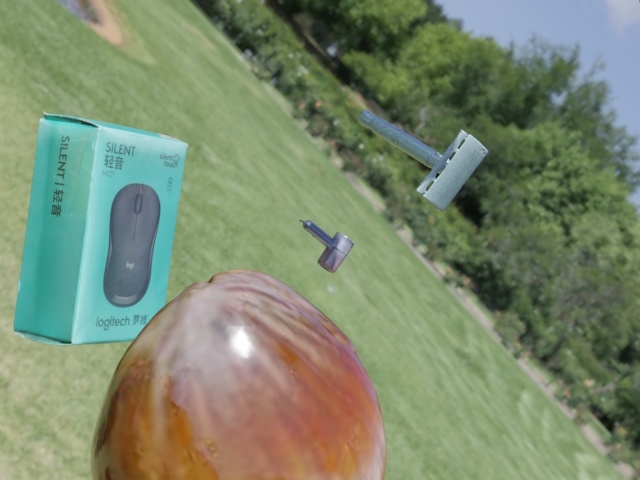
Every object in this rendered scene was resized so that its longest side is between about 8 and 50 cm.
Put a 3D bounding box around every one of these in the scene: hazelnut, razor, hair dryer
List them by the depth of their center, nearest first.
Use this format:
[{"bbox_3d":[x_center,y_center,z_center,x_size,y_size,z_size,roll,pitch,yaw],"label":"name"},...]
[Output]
[{"bbox_3d":[-0.089,0.212,1.175,0.372,0.315,0.372,-3,90,-68],"label":"hazelnut"},{"bbox_3d":[0.126,-0.136,1.474,0.068,0.106,0.232,36,1,-44],"label":"razor"},{"bbox_3d":[0.000,0.000,1.685,0.114,0.063,0.037,40,-9,-34],"label":"hair dryer"}]

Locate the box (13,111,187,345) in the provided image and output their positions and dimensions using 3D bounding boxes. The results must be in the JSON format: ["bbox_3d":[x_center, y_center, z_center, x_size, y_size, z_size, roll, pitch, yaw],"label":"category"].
[{"bbox_3d":[-0.308,-0.011,1.458,0.118,0.311,0.205,9,1,27],"label":"box"}]
